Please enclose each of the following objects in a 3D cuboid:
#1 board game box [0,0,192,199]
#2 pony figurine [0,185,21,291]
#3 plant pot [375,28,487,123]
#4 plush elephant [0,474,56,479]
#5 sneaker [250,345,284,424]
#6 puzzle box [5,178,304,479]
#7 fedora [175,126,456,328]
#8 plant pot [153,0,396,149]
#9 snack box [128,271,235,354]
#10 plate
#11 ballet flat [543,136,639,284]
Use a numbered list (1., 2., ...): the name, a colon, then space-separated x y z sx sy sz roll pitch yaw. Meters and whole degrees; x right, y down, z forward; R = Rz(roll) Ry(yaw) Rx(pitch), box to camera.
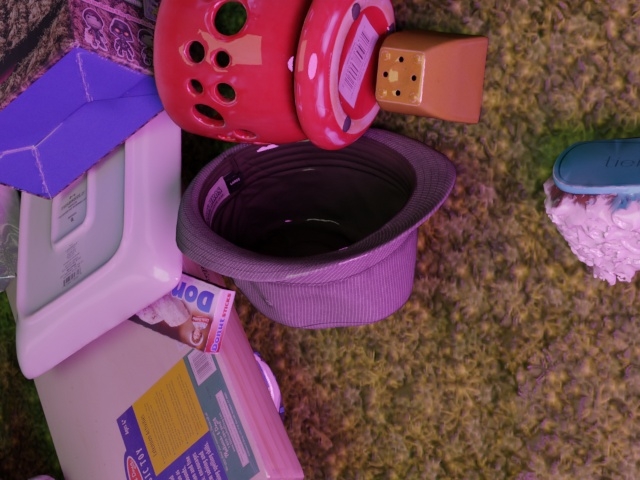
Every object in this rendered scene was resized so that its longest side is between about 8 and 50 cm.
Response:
1. board game box: -0.272 -0.231 1.470 0.232 0.141 0.291 -33 54 33
2. pony figurine: -0.507 -0.092 1.630 0.303 0.363 0.351 9 117 27
3. plant pot: 0.093 -0.149 1.320 0.081 0.083 0.081 12 103 33
4. plush elephant: -0.368 0.321 1.569 0.255 0.272 0.330 9 116 13
5. sneaker: -0.089 0.206 1.495 0.080 0.081 0.211 -4 92 37
6. puzzle box: -0.187 0.139 1.509 0.272 0.052 0.409 -43 56 30
7. fedora: 0.000 0.000 1.347 0.275 0.244 0.124 16 134 38
8. plant pot: -0.033 -0.176 1.348 0.174 0.191 0.191 14 104 24
9. snack box: -0.154 0.058 1.437 0.178 0.022 0.064 18 93 45
10. plate: -0.242 -0.028 1.509 0.277 0.045 0.278 -31 51 39
11. ballet flat: 0.372 -0.022 1.134 0.409 0.147 0.147 1 96 38
